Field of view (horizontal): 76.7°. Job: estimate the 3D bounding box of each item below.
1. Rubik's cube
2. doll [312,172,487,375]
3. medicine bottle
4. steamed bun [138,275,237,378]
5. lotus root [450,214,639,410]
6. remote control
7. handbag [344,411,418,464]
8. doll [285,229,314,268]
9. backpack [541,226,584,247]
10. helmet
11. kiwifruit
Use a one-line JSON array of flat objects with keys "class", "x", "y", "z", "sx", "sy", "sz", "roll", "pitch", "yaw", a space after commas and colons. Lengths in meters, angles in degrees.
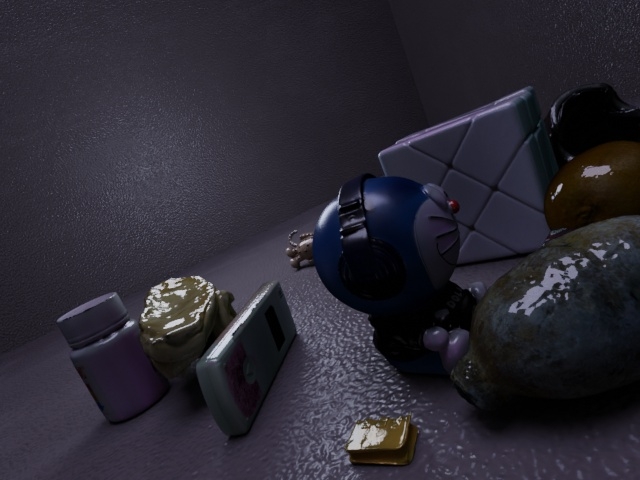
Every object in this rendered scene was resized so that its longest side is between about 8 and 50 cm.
[{"class": "Rubik's cube", "x": 0.383, "y": -0.150, "z": 0.992, "sx": 0.318, "sy": 0.322, "sz": 0.316, "roll": -15, "pitch": 15, "yaw": 38}, {"class": "doll", "x": 0.121, "y": 0.041, "z": 0.644, "sx": 0.239, "sy": 0.310, "sz": 0.284, "roll": -19, "pitch": 12, "yaw": 23}, {"class": "medicine bottle", "x": -0.461, "y": 0.256, "z": 0.905, "sx": 0.151, "sy": 0.255, "sz": 0.152, "roll": -21, "pitch": 10, "yaw": 4}, {"class": "steamed bun", "x": -0.280, "y": 0.202, "z": 0.960, "sx": 0.247, "sy": 0.190, "sz": 0.428, "roll": -23, "pitch": 17, "yaw": -20}, {"class": "lotus root", "x": 0.305, "y": 0.081, "z": 0.467, "sx": 0.349, "sy": 0.175, "sz": 0.175, "roll": -27, "pitch": 12, "yaw": -5}, {"class": "remote control", "x": -0.125, "y": 0.204, "z": 0.785, "sx": 0.050, "sy": 0.145, "sz": 0.344, "roll": -15, "pitch": 12, "yaw": 16}, {"class": "handbag", "x": 0.075, "y": 0.246, "z": 0.503, "sx": 0.083, "sy": 0.027, "sz": 0.061, "roll": -17, "pitch": 13, "yaw": 29}, {"class": "doll", "x": 0.000, "y": 0.002, "z": 1.470, "sx": 0.277, "sy": 0.155, "sz": 0.119, "roll": -20, "pitch": -16, "yaw": 21}, {"class": "backpack", "x": 0.394, "y": 0.042, "z": 0.628, "sx": 0.119, "sy": 0.106, "sz": 0.165, "roll": -7, "pitch": 17, "yaw": 43}, {"class": "helmet", "x": 0.700, "y": -0.238, "z": 1.048, "sx": 0.224, "sy": 0.306, "sz": 0.177, "roll": -35, "pitch": -13, "yaw": -5}, {"class": "kiwifruit", "x": 0.522, "y": -0.080, "z": 0.730, "sx": 0.233, "sy": 0.196, "sz": 0.195, "roll": -29, "pitch": 13, "yaw": -40}]
